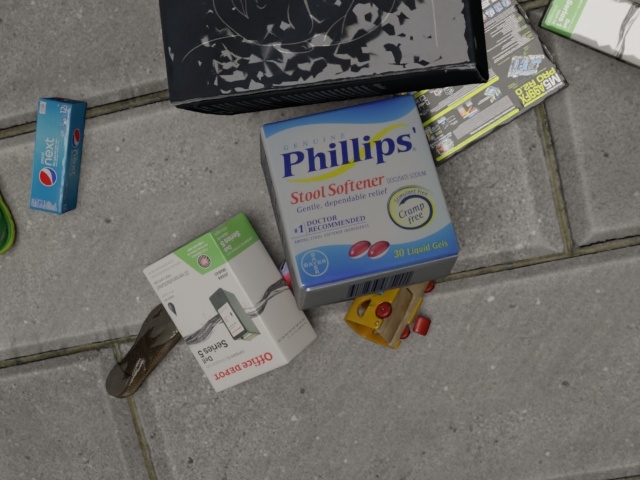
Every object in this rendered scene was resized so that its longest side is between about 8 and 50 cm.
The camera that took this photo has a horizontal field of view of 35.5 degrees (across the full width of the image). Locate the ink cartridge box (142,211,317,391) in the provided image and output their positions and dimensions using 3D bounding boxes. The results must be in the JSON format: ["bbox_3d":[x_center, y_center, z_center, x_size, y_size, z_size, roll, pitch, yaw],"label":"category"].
[{"bbox_3d":[-0.165,0.116,1.824,0.198,0.115,0.273,-27,96,37],"label":"ink cartridge box"}]

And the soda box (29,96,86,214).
[{"bbox_3d":[-0.493,-0.160,1.877,0.067,0.071,0.210,11,103,8],"label":"soda box"}]

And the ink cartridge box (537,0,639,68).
[{"bbox_3d":[0.476,-0.349,1.632,0.219,0.160,0.092,24,105,5],"label":"ink cartridge box"}]

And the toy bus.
[{"bbox_3d":[0.125,0.090,1.803,0.104,0.202,0.191,16,113,37],"label":"toy bus"}]

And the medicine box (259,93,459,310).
[{"bbox_3d":[0.057,-0.061,1.644,0.263,0.149,0.289,-13,73,-6],"label":"medicine box"}]

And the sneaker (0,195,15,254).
[{"bbox_3d":[-0.679,-0.104,1.893,0.109,0.123,0.295,-26,95,14],"label":"sneaker"}]

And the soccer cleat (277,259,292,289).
[{"bbox_3d":[0.000,0.000,1.833,0.248,0.083,0.095,-40,61,20],"label":"soccer cleat"}]

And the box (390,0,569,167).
[{"bbox_3d":[0.258,-0.287,1.734,0.270,0.060,0.216,-32,95,14],"label":"box"}]

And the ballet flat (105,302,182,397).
[{"bbox_3d":[-0.323,0.209,1.934,0.250,0.058,0.084,-52,54,9],"label":"ballet flat"}]

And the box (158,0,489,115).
[{"bbox_3d":[0.003,-0.466,1.587,0.472,0.297,0.480,-5,93,15],"label":"box"}]
